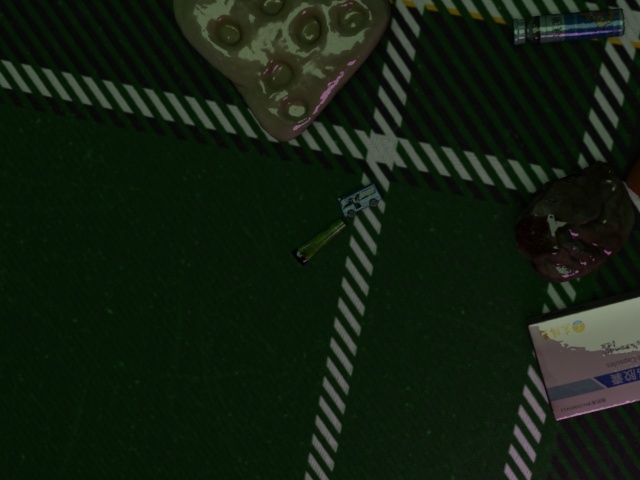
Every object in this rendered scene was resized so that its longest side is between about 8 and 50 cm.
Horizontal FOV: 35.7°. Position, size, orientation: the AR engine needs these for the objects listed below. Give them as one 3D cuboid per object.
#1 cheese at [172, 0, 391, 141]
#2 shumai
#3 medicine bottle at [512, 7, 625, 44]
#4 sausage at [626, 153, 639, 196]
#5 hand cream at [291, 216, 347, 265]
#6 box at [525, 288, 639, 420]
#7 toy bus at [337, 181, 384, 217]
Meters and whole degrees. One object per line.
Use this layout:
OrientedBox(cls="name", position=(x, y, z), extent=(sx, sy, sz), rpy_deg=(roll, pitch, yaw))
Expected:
OrientedBox(cls="cheese", position=(-0.057, -0.403, 1.789), extent=(0.328, 0.129, 0.351), rpy_deg=(-39, 95, 16))
OrientedBox(cls="shumai", position=(0.456, -0.022, 1.760), extent=(0.218, 0.185, 0.184), rpy_deg=(-31, 95, 13))
OrientedBox(cls="medicine bottle", position=(0.438, -0.378, 1.762), extent=(0.191, 0.051, 0.051), rpy_deg=(-4, 100, 9))
OrientedBox(cls="sausage", position=(0.620, -0.163, 1.767), extent=(0.076, 0.076, 0.197), rpy_deg=(31, 102, 1))
OrientedBox(cls="hand cream", position=(0.000, 0.000, 1.915), extent=(0.122, 0.023, 0.036), rpy_deg=(-39, 105, 15))
OrientedBox(cls="box", position=(0.575, 0.198, 1.848), extent=(0.343, 0.065, 0.200), rpy_deg=(-16, 99, 11))
OrientedBox(cls="toy bus", position=(0.076, -0.076, 1.881), extent=(0.083, 0.038, 0.046), rpy_deg=(-26, 92, 11))
